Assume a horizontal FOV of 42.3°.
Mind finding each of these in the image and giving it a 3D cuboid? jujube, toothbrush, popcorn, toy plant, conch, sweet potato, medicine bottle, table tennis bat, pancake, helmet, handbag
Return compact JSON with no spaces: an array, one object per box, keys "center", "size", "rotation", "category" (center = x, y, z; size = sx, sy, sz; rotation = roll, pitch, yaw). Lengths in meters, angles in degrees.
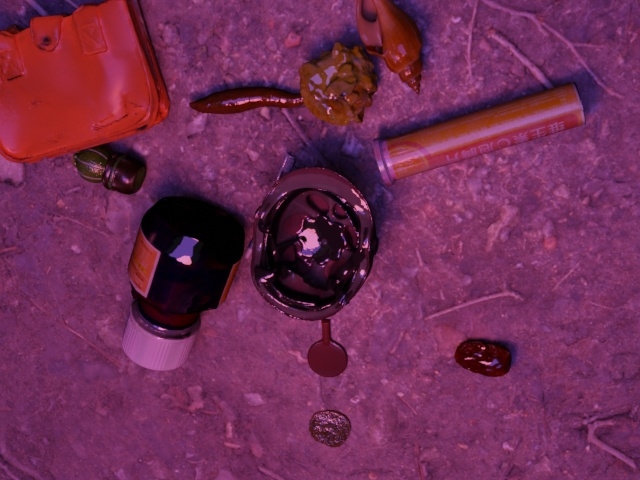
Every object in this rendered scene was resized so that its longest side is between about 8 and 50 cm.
[{"center":[0.371,0.271,1.895],"size":[0.129,0.077,0.077],"rotation":[7,109,15],"category":"jujube"},{"center":[-0.117,-0.074,1.900],"size":[0.025,0.019,0.275],"rotation":[22,111,-6],"category":"toothbrush"},{"center":[0.039,-0.331,1.732],"size":[0.174,0.142,0.173],"rotation":[8,104,34],"category":"popcorn"},{"center":[-0.489,-0.165,1.899],"size":[0.163,0.093,0.092],"rotation":[19,110,5],"category":"toy plant"},{"center":[0.135,-0.451,1.698],"size":[0.109,0.093,0.330],"rotation":[-24,87,38],"category":"conch"},{"center":[-0.161,-0.309,1.812],"size":[0.265,0.057,0.057],"rotation":[-4,107,10],"category":"sweet potato"},{"center":[-0.337,0.109,1.885],"size":[0.243,0.242,0.395],"rotation":[27,116,1],"category":"medicine bottle"},{"center":[0.015,0.261,1.987],"size":[0.098,0.019,0.154],"rotation":[2,111,11],"category":"table tennis bat"},{"center":[0.022,0.465,2.053],"size":[0.108,0.017,0.108],"rotation":[3,105,11],"category":"pancake"},{"center":[0.000,0.000,1.808],"size":[0.271,0.197,0.338],"rotation":[14,102,14],"category":"helmet"},{"center":[0.326,-0.224,1.722],"size":[0.426,0.108,0.108],"rotation":[-16,104,14],"category":"medicine bottle"},{"center":[-0.559,-0.354,1.838],"size":[0.410,0.116,0.303],"rotation":[-12,106,13],"category":"handbag"}]
